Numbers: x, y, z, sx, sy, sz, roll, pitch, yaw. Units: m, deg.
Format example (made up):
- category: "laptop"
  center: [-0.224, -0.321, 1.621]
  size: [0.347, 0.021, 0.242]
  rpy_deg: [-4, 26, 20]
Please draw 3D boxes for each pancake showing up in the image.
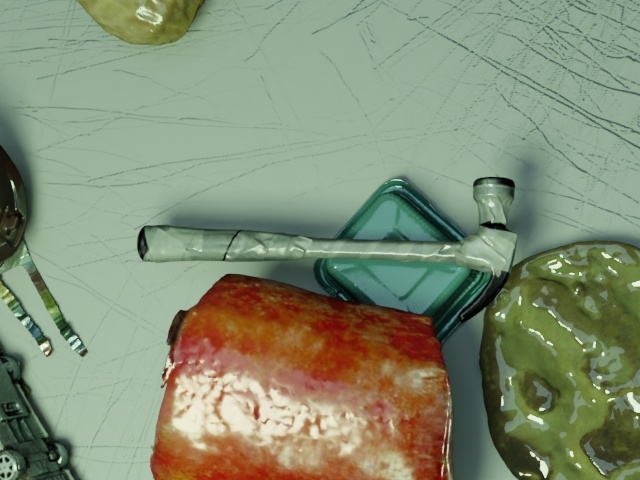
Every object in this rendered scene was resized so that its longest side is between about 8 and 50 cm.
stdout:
- category: "pancake"
  center: [0.304, 0.143, 1.182]
  size: [0.294, 0.049, 0.294]
  rpy_deg: [-4, 74, 13]

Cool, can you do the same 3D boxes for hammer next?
- category: "hammer"
  center: [0.000, 0.000, 1.218]
  size: [0.426, 0.044, 0.152]
  rpy_deg: [4, 82, 16]

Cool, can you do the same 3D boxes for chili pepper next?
- category: "chili pepper"
  center: [-0.005, 0.175, 1.174]
  size: [0.305, 0.229, 0.251]
  rpy_deg: [8, 81, 3]

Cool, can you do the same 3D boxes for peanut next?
- category: "peanut"
  center: [-0.197, -0.353, 1.371]
  size: [0.196, 0.110, 0.233]
  rpy_deg: [43, 91, 17]

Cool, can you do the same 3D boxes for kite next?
- category: "kite"
  center: [-0.416, 0.053, 1.382]
  size: [0.169, 0.015, 0.310]
  rpy_deg: [-35, 72, 5]

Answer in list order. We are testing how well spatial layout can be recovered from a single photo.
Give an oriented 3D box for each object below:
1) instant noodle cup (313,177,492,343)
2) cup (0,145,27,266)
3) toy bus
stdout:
- category: "instant noodle cup"
  center: [0.090, 0.031, 1.245]
  size: [0.179, 0.070, 0.157]
  rpy_deg: [42, 91, 16]
- category: "cup"
  center: [-0.505, -0.033, 1.326]
  size: [0.279, 0.196, 0.196]
  rpy_deg: [-8, 76, 22]
- category: "toy bus"
  center: [-0.381, 0.220, 1.291]
  size: [0.106, 0.092, 0.268]
  rpy_deg: [-43, 72, 23]
